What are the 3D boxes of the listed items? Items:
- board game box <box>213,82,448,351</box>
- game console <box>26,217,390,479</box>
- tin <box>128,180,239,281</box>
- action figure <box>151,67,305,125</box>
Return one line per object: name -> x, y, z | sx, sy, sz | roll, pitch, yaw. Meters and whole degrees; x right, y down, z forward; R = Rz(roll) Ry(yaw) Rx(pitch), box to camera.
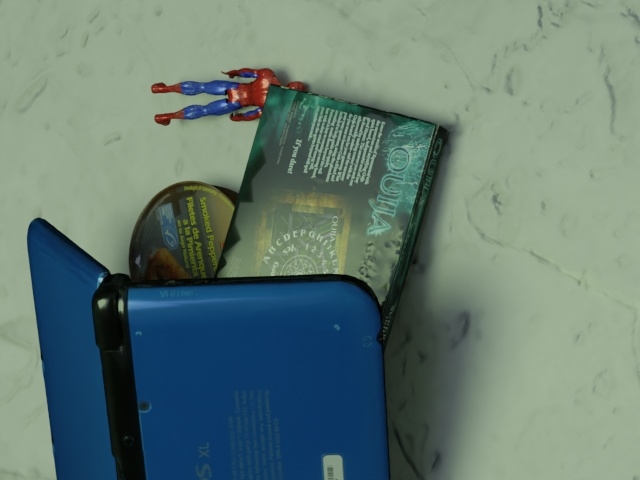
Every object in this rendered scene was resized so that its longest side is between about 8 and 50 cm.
board game box -> 0.000, 0.000, 1.096 | 0.126, 0.026, 0.186 | 16, 89, 21
game console -> -0.076, 0.138, 1.108 | 0.250, 0.173, 0.293 | -2, 110, 4
tin -> -0.075, 0.052, 1.162 | 0.106, 0.040, 0.190 | -19, 77, 35
action figure -> -0.063, -0.102, 1.168 | 0.115, 0.030, 0.038 | -3, 91, 28
